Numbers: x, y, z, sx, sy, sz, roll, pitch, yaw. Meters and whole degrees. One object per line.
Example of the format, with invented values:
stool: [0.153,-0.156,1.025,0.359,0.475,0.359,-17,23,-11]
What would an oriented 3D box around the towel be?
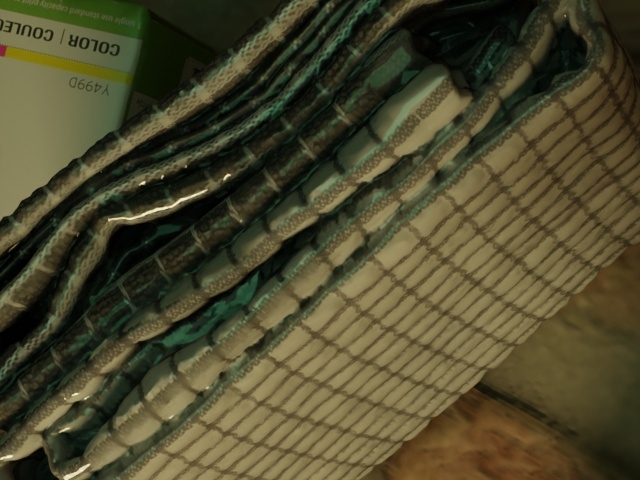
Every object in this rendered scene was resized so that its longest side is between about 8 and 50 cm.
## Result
towel: [0.000,0.000,0.714,0.283,0.235,0.121,-42,69,9]

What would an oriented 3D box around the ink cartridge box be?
ink cartridge box: [-0.175,0.005,0.835,0.188,0.097,0.255,13,88,17]
